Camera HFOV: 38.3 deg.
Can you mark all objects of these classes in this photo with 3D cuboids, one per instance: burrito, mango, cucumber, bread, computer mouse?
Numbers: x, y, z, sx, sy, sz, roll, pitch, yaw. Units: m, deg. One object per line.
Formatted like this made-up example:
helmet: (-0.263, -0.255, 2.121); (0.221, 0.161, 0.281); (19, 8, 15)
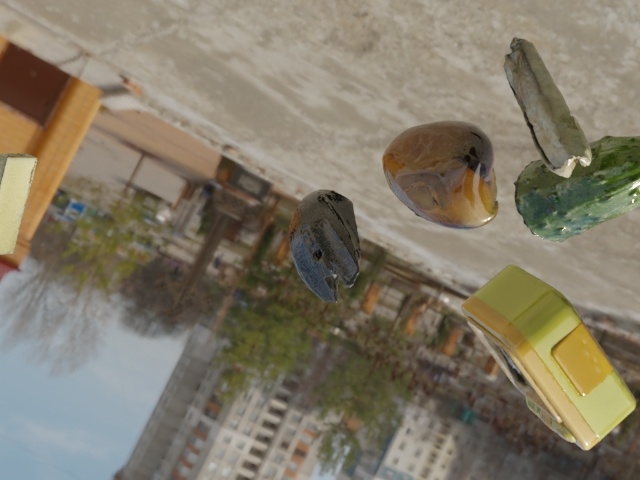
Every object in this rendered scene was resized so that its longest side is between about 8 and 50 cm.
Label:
burrito: (0.237, -0.146, 0.986); (0.045, 0.188, 0.058); (-3, 146, -24)
mango: (0.228, -0.135, 1.746); (0.152, 0.201, 0.287); (40, 168, -31)
cucumber: (0.402, -0.086, 1.305); (0.134, 0.134, 0.244); (29, 148, -27)
bread: (-0.440, -0.050, 1.285); (0.028, 0.154, 0.068); (23, -167, 19)
computer mouse: (0.000, 0.000, 0.950); (0.047, 0.079, 0.135); (18, -139, -40)

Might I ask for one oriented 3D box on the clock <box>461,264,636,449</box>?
clock: (0.266, 0.137, 1.082); (0.202, 0.096, 0.143); (52, 178, -23)
